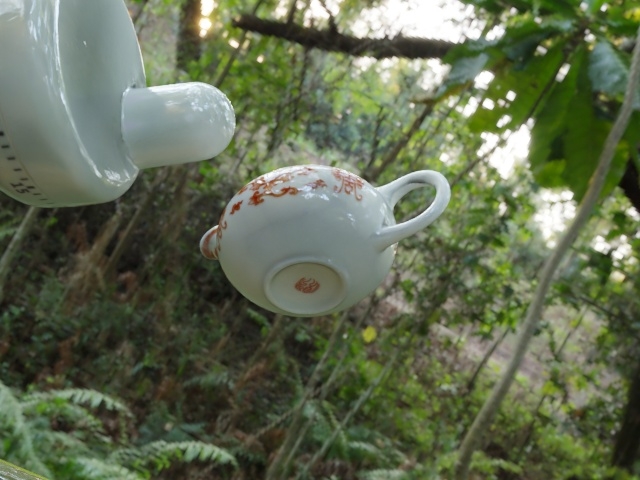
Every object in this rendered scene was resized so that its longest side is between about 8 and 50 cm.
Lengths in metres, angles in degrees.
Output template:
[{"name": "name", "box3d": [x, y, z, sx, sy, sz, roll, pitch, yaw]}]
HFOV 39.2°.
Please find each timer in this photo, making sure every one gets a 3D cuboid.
[{"name": "timer", "box3d": [-0.212, -0.143, 0.799, 0.240, 0.234, 0.233, -5, -7, 10]}]

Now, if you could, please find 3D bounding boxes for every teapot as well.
[{"name": "teapot", "box3d": [0.000, 0.000, 0.800, 0.116, 0.245, 0.159, -90, 161, -57]}]

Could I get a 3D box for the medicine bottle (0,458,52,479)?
[{"name": "medicine bottle", "box3d": [-0.268, 0.228, 0.646, 0.322, 0.151, 0.151, 27, 0, -12]}]
